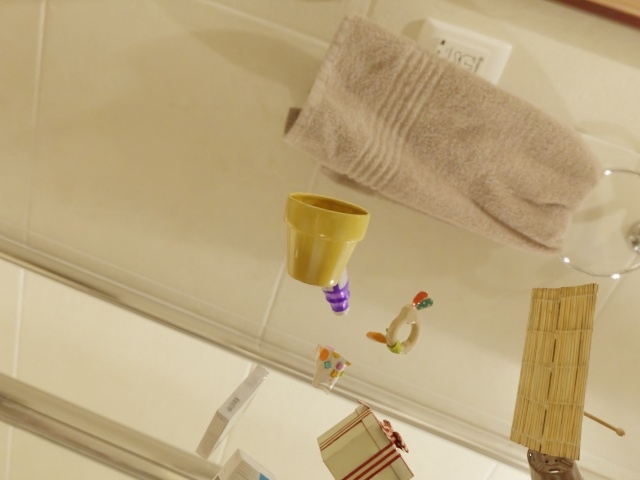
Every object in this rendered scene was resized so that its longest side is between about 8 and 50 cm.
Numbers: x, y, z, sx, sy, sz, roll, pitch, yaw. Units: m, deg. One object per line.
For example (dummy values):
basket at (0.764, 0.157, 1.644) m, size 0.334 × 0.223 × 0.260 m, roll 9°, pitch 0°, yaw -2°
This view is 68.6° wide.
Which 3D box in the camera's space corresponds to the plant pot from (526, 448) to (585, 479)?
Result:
plant pot at (0.684, 0.683, 1.362) m, size 0.167 × 0.167 × 0.165 m, roll -63°, pitch 134°, yaw -60°

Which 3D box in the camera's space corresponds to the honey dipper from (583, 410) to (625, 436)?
honey dipper at (0.565, 0.371, 0.995) m, size 0.030 × 0.161 × 0.030 m, roll -60°, pitch 172°, yaw -14°

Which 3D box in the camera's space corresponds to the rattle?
rattle at (0.239, 0.231, 1.415) m, size 0.143 × 0.130 × 0.199 m, roll 21°, pitch -84°, yaw 68°

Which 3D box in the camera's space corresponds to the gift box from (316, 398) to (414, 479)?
gift box at (0.150, 0.720, 1.619) m, size 0.258 × 0.276 × 0.255 m, roll -32°, pitch -175°, yaw -8°

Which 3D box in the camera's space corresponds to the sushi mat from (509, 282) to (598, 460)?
sushi mat at (0.438, 0.235, 0.884) m, size 0.151 × 0.019 × 0.316 m, roll -16°, pitch -124°, yaw 65°

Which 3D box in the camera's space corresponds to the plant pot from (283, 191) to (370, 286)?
plant pot at (0.000, 0.000, 1.414) m, size 0.254 × 0.254 × 0.238 m, roll -56°, pitch 161°, yaw -75°

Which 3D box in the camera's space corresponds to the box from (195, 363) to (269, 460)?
box at (-0.306, 0.596, 1.621) m, size 0.232 × 0.059 × 0.322 m, roll -43°, pitch 167°, yaw -49°

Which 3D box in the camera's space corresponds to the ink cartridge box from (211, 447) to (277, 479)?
ink cartridge box at (-0.176, 0.515, 0.906) m, size 0.180 × 0.104 × 0.060 m, roll -50°, pitch -167°, yaw -14°

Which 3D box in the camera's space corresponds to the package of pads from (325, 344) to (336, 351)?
package of pads at (0.029, 0.477, 1.938) m, size 0.083 × 0.050 × 0.031 m, roll -59°, pitch 167°, yaw -47°

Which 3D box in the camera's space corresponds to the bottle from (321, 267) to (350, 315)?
bottle at (0.051, 0.142, 1.693) m, size 0.118 × 0.092 × 0.282 m, roll -59°, pitch 143°, yaw -53°

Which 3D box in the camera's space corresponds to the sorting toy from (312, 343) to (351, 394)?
sorting toy at (0.017, 0.251, 0.892) m, size 0.083 × 0.045 × 0.075 m, roll 43°, pitch 67°, yaw -39°
